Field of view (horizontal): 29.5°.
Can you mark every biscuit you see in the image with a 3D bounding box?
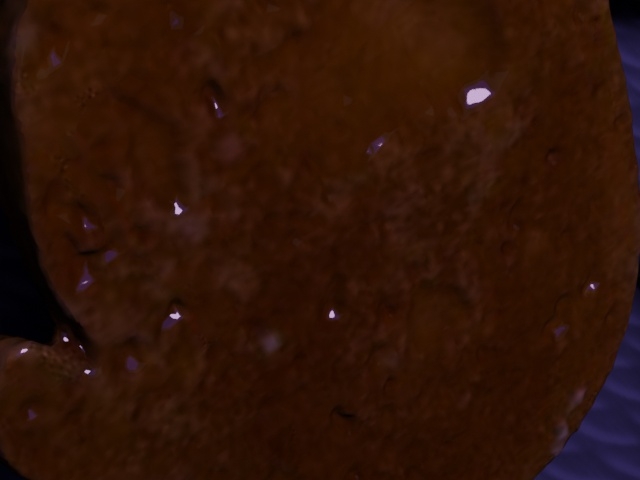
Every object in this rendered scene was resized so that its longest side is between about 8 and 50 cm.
[{"bbox_3d":[-0.001,-0.001,0.508,0.314,0.063,0.367,-31,126,-16],"label":"biscuit"}]

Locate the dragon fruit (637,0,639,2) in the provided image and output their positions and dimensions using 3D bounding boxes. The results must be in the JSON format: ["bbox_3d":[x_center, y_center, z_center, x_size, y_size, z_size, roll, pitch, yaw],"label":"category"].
[{"bbox_3d":[0.201,-0.230,0.694,0.092,0.122,0.192,-4,85,-17],"label":"dragon fruit"}]
